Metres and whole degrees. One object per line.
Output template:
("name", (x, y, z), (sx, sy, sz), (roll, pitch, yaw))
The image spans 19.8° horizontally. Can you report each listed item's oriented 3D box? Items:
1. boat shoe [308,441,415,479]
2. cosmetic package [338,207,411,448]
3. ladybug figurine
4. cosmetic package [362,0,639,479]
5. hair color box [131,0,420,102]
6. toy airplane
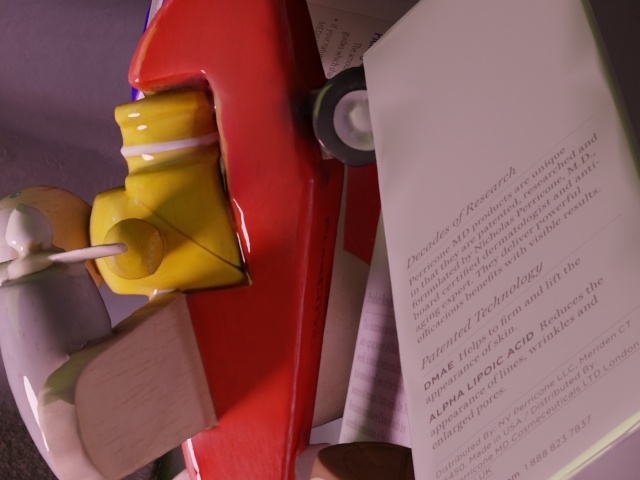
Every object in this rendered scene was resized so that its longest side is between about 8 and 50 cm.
("boat shoe", (0.116, 0.221, 0.964), (0.341, 0.122, 0.110), (29, 110, 45))
("cosmetic package", (0.106, 0.169, 1.201), (0.230, 0.161, 0.453), (-175, 95, -78))
("ladybug figurine", (0.000, 0.000, 1.858), (0.305, 0.162, 0.449), (112, 163, -47))
("cosmetic package", (0.156, 0.022, 0.876), (0.156, 0.217, 0.385), (-43, 28, 25))
("hair color box", (0.054, -0.145, 1.282), (0.185, 0.339, 0.110), (117, 164, -54))
("toy airplane", (-0.089, 0.048, 1.160), (0.386, 0.272, 0.384), (87, -164, -56))
